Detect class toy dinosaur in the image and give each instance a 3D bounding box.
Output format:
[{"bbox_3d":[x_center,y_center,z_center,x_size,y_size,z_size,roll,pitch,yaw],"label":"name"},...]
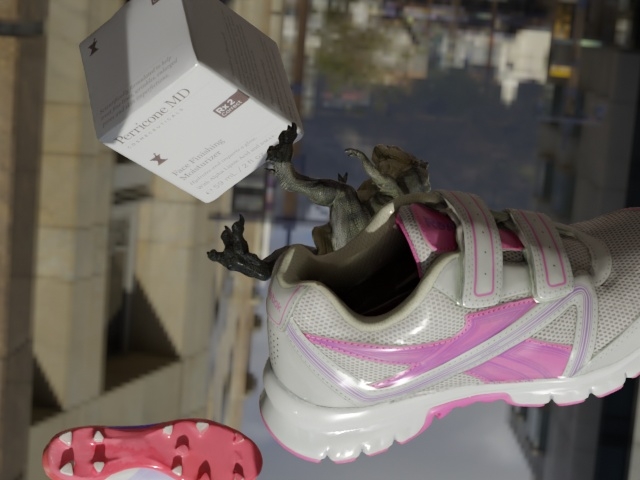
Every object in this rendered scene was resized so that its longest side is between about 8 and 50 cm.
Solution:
[{"bbox_3d":[0.000,0.000,0.963,0.118,0.268,0.064,34,140,-12],"label":"toy dinosaur"}]

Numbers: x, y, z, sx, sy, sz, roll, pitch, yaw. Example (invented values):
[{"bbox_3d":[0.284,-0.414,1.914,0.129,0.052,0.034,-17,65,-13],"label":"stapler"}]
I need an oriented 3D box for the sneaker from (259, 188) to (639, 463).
[{"bbox_3d":[0.083,0.027,0.772,0.252,0.111,0.103,-19,-142,-10],"label":"sneaker"}]

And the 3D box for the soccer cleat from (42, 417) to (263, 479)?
[{"bbox_3d":[-0.192,0.248,1.673,0.248,0.083,0.095,2,165,-15],"label":"soccer cleat"}]

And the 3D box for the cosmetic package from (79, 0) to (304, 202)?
[{"bbox_3d":[-0.142,-0.167,1.613,0.151,0.151,0.184,-35,141,23],"label":"cosmetic package"}]
